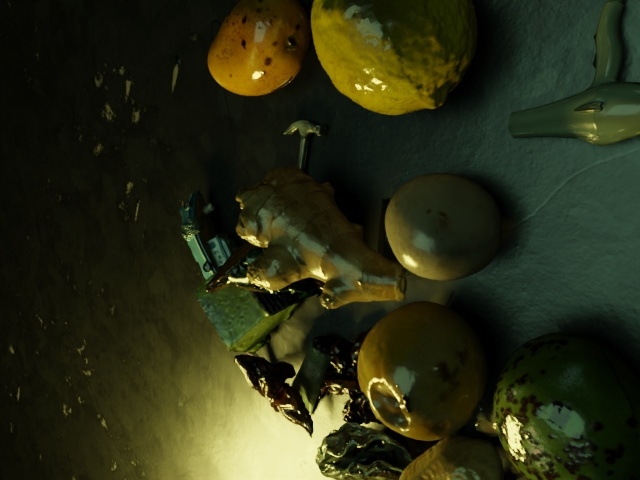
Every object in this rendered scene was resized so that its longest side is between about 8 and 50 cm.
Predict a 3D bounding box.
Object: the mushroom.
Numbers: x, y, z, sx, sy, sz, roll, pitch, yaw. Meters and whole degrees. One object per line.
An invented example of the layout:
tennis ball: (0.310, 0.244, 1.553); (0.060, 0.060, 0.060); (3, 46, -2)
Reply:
mushroom: (0.212, -0.013, 0.996); (0.204, 0.204, 0.204); (7, 101, 38)

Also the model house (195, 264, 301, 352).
model house: (-0.158, 0.131, 1.350); (0.211, 0.170, 0.194); (-41, 66, 7)

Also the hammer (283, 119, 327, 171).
hammer: (-0.049, -0.148, 1.268); (0.103, 0.029, 0.247); (21, 111, 34)

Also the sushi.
sushi: (-0.107, 0.060, 1.213); (0.149, 0.286, 0.140); (97, 174, -55)

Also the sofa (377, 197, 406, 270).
sofa: (0.151, -0.006, 1.113); (0.060, 0.085, 0.147); (3, 101, -4)

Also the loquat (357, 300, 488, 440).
loquat: (0.186, 0.225, 1.003); (0.243, 0.243, 0.244); (7, 101, 38)

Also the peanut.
peanut: (0.221, 0.417, 0.962); (0.129, 0.129, 0.224); (47, 124, 23)

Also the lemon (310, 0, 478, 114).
lemon: (0.117, -0.360, 0.949); (0.268, 0.268, 0.322); (-42, 83, 35)

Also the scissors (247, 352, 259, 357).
scissors: (-0.154, 0.309, 1.407); (0.022, 0.085, 0.176); (-36, 84, -2)

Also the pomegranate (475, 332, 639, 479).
pomegranate: (0.371, 0.270, 0.860); (0.270, 0.254, 0.255); (-8, 92, 36)

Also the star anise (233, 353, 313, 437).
star anise: (-0.086, 0.335, 1.290); (0.272, 0.102, 0.272); (38, 160, 16)

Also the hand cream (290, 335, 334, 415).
hand cream: (-0.020, 0.310, 1.302); (0.086, 0.055, 0.235); (44, 129, 31)

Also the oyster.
oyster: (0.084, 0.447, 1.149); (0.267, 0.198, 0.112); (-22, 40, 47)

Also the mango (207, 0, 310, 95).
mango: (-0.139, -0.414, 1.218); (0.290, 0.159, 0.191); (-16, 96, 43)

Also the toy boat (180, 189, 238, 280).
toy boat: (-0.283, -0.017, 1.433); (0.098, 0.109, 0.238); (-28, 82, 17)

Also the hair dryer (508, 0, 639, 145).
hair dryer: (0.394, -0.262, 0.881); (0.229, 0.092, 0.267); (-22, 69, 44)

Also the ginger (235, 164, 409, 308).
ginger: (-0.020, 0.012, 1.065); (0.375, 0.236, 0.166); (44, 151, 38)

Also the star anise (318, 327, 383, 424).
star anise: (0.084, 0.298, 1.170); (0.190, 0.125, 0.220); (27, 110, 28)

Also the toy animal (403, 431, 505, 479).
toy animal: (0.265, 0.424, 1.074); (0.214, 0.093, 0.186); (-15, 84, 47)
